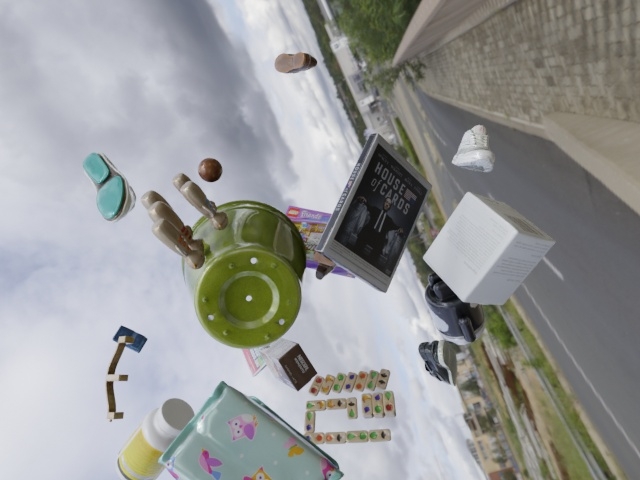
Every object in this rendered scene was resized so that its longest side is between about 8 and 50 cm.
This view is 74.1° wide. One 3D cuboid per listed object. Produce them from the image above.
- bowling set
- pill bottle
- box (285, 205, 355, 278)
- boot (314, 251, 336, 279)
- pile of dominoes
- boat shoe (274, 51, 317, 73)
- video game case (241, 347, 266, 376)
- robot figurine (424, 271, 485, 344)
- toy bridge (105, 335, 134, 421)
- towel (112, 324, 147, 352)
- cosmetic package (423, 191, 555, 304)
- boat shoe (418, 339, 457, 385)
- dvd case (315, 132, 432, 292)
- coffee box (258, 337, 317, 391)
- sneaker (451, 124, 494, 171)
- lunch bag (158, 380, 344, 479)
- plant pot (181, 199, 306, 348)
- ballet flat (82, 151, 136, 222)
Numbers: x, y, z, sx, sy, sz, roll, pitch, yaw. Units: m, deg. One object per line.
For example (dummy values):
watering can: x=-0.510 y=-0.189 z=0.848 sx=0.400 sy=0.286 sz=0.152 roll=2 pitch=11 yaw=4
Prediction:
bowling set: x=-0.262 y=-0.065 z=0.933 sx=0.154 sy=0.199 sz=0.287 roll=52 pitch=175 yaw=-34
pill bottle: x=-0.635 y=0.778 z=1.651 sx=0.187 sy=0.334 sz=0.188 roll=35 pitch=-163 yaw=-13
box: x=0.000 y=0.000 z=1.406 sx=0.057 sy=0.292 sz=0.201 roll=82 pitch=-155 yaw=-54
boot: x=0.021 y=0.019 z=0.820 sx=0.042 sy=0.119 sz=0.087 roll=28 pitch=-135 yaw=7
pile of dominoes: x=0.075 y=0.441 z=1.149 sx=0.040 sy=0.250 sz=0.196 roll=72 pitch=-166 yaw=-45
boat shoe: x=-0.096 y=-0.671 z=1.613 sx=0.073 sy=0.206 sz=0.073 roll=-6 pitch=-70 yaw=-39
video game case: x=-0.303 y=0.520 z=2.101 sx=0.025 sy=0.285 sz=0.204 roll=-2 pitch=-127 yaw=-46
robot figurine: x=0.452 y=0.225 z=1.436 sx=0.209 sy=0.173 sz=0.278 roll=-51 pitch=-54 yaw=-38
toy bridge: x=-0.475 y=0.321 z=0.989 sx=0.026 sy=0.063 sz=0.189 roll=25 pitch=-120 yaw=-51
towel: x=-0.747 y=0.386 z=1.664 sx=0.119 sy=0.067 sz=0.029 roll=31 pitch=159 yaw=-11
cosmetic package: x=0.355 y=0.021 z=0.911 sx=0.151 sy=0.184 sz=0.151 roll=10 pitch=-149 yaw=-35
boat shoe: x=0.451 y=0.471 z=1.627 sx=0.340 sy=0.112 sz=0.127 roll=48 pitch=-134 yaw=-51
dvd case: x=0.106 y=-0.047 z=0.782 sx=0.179 sy=0.239 sz=0.029 roll=33 pitch=167 yaw=-34
coffee box: x=-0.128 y=0.455 z=1.590 sx=0.141 sy=0.098 sz=0.246 roll=59 pitch=156 yaw=-9
sneaker: x=0.397 y=-0.242 z=1.096 sx=0.232 sy=0.090 sz=0.116 roll=-70 pitch=-7 yaw=-76
lunch bag: x=-0.091 y=0.357 z=0.660 sx=0.223 sy=0.160 sz=0.262 roll=31 pitch=154 yaw=17
plant pot: x=-0.190 y=0.099 z=1.093 sx=0.367 sy=0.366 sz=0.353 roll=62 pitch=176 yaw=-16
ballet flat: x=-0.737 y=-0.182 z=1.527 sx=0.400 sy=0.139 sz=0.139 roll=47 pitch=180 yaw=35
